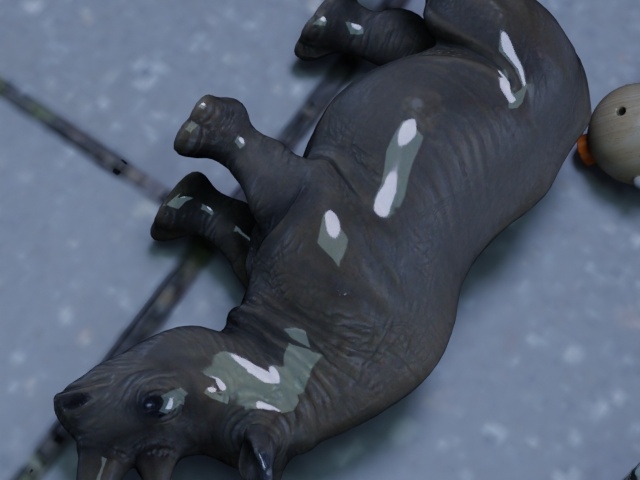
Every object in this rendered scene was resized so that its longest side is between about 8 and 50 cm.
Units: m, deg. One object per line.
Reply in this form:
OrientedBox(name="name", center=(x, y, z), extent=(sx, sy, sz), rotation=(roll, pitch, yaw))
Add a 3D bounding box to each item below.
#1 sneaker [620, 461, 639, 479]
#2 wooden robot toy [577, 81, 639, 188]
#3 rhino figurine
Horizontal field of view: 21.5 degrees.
OrientedBox(name="sneaker", center=(0.084, 0.173, 0.459), extent=(0.146, 0.102, 0.293), rotation=(43, 67, 10))
OrientedBox(name="wooden robot toy", center=(0.132, -0.030, 0.590), extent=(0.079, 0.076, 0.173), rotation=(-14, 64, 24))
OrientedBox(name="rhino figurine", center=(0.000, 0.000, 0.540), extent=(0.106, 0.073, 0.243), rotation=(32, 67, 9))
